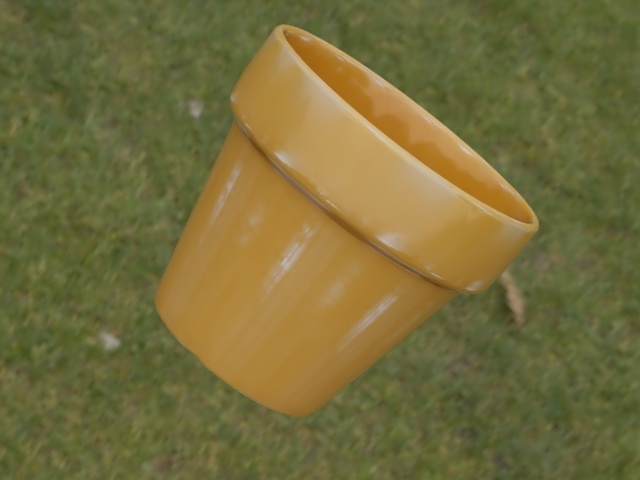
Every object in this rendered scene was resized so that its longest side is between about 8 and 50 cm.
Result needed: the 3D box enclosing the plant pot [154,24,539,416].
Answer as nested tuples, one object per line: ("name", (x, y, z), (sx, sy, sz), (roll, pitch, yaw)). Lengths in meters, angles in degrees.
("plant pot", (0.000, 0.000, 1.156), (0.205, 0.188, 0.205), (36, 13, -9))
